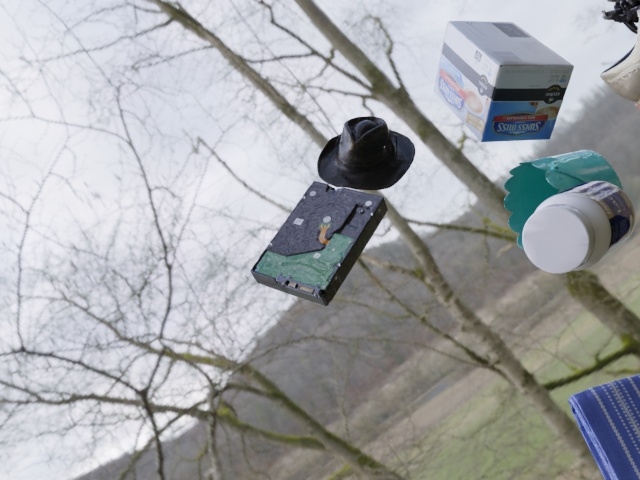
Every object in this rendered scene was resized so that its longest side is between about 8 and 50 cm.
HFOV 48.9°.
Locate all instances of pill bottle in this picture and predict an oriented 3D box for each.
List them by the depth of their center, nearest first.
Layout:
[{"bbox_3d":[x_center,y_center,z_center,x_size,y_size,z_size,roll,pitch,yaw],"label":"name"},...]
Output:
[{"bbox_3d":[0.501,-0.025,1.369,0.265,0.153,0.153,-19,-26,-50],"label":"pill bottle"}]

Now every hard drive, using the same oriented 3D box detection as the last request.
[{"bbox_3d":[0.000,0.000,1.865,0.339,0.237,0.064,-57,-36,-27],"label":"hard drive"}]

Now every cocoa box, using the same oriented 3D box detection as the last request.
[{"bbox_3d":[0.507,-0.458,2.011,0.232,0.347,0.227,-4,-53,-16],"label":"cocoa box"}]

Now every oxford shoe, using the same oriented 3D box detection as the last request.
[{"bbox_3d":[0.688,-0.433,1.333,0.140,0.147,0.397,-38,-20,-54],"label":"oxford shoe"}]

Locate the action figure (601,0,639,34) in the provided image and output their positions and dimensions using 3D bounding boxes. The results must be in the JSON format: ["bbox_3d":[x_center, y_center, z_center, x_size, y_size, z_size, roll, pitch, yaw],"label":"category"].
[{"bbox_3d":[0.627,-0.568,1.519,0.141,0.275,0.164,-13,13,14],"label":"action figure"}]

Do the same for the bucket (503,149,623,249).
[{"bbox_3d":[0.604,-0.086,1.748,0.183,0.281,0.281,-17,-23,-11],"label":"bucket"}]

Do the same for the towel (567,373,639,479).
[{"bbox_3d":[0.626,0.334,1.208,0.336,0.243,0.040,-13,-35,-8],"label":"towel"}]

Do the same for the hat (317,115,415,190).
[{"bbox_3d":[0.138,-0.298,2.164,0.331,0.331,0.133,-30,-42,-22],"label":"hat"}]
